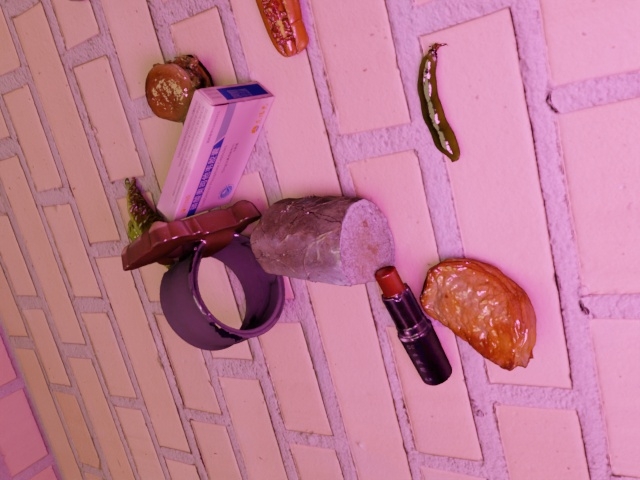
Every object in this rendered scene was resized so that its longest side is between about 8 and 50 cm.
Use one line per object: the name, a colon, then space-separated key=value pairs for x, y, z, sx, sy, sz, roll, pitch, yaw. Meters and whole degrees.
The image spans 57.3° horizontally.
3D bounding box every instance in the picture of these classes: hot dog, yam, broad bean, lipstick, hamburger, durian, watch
hot dog: x=0.328 y=0.145 z=1.168 sx=0.259 sy=0.114 sz=0.175 roll=37 pitch=129 yaw=36
hot dog: x=-0.096 y=-0.509 z=1.228 sx=0.102 sy=0.076 sz=0.248 roll=-3 pitch=108 yaw=40
yam: x=-0.002 y=-0.004 z=1.303 sx=0.272 sy=0.203 sz=0.201 roll=-3 pitch=92 yaw=38
broad bean: x=0.224 y=-0.259 z=1.124 sx=0.069 sy=0.039 sz=0.226 roll=-3 pitch=107 yaw=31
lipstick: x=0.198 y=0.183 z=1.264 sx=0.081 sy=0.081 sz=0.299 roll=-13 pitch=113 yaw=39
hamburger: x=-0.339 y=-0.373 z=1.426 sx=0.159 sy=0.131 sz=0.185 roll=44 pitch=124 yaw=9
durian: x=-0.494 y=-0.013 z=1.707 sx=0.132 sy=0.107 sz=0.374 roll=-34 pitch=83 yaw=45
watch: x=-0.271 y=0.110 z=1.447 sx=0.314 sy=0.335 sz=0.326 roll=-30 pitch=81 yaw=40

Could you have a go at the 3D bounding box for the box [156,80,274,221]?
box: x=-0.251 y=-0.206 z=1.387 sx=0.065 sy=0.200 sz=0.343 roll=43 pitch=128 yaw=17
